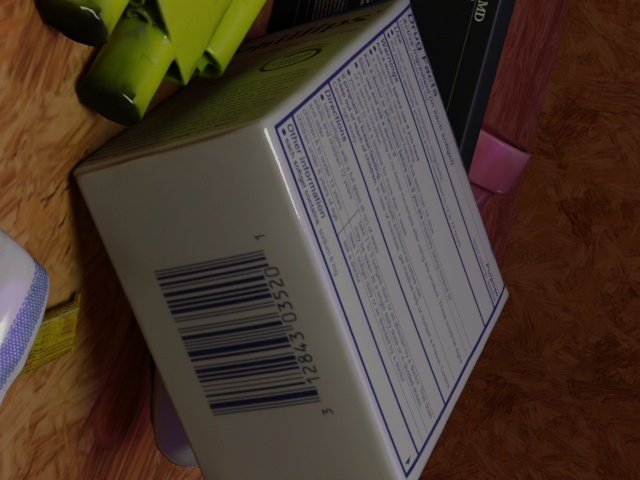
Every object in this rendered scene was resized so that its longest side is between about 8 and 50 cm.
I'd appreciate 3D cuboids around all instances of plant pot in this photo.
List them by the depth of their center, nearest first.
[{"bbox_3d":[0.095,-0.072,1.328,0.180,0.201,0.201,-58,169,12],"label":"plant pot"}]

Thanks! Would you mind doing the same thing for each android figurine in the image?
[{"bbox_3d":[-0.075,-0.210,0.743,0.248,0.056,0.273,81,32,-62],"label":"android figurine"}]

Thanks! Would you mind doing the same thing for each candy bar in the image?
[{"bbox_3d":[-0.182,0.064,0.742,0.161,0.018,0.040,-25,128,-71],"label":"candy bar"}]

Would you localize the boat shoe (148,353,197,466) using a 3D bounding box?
[{"bbox_3d":[-0.102,0.064,0.968,0.070,0.077,0.219,-172,-88,-71],"label":"boat shoe"}]

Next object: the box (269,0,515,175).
[{"bbox_3d":[0.053,-0.147,1.043,0.103,0.184,0.261,-38,144,-66],"label":"box"}]

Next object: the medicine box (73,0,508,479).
[{"bbox_3d":[0.000,0.000,0.876,0.289,0.149,0.263,-51,125,-57],"label":"medicine box"}]

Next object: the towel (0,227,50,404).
[{"bbox_3d":[-0.215,0.055,0.538,0.285,0.034,0.209,65,44,-65],"label":"towel"}]
